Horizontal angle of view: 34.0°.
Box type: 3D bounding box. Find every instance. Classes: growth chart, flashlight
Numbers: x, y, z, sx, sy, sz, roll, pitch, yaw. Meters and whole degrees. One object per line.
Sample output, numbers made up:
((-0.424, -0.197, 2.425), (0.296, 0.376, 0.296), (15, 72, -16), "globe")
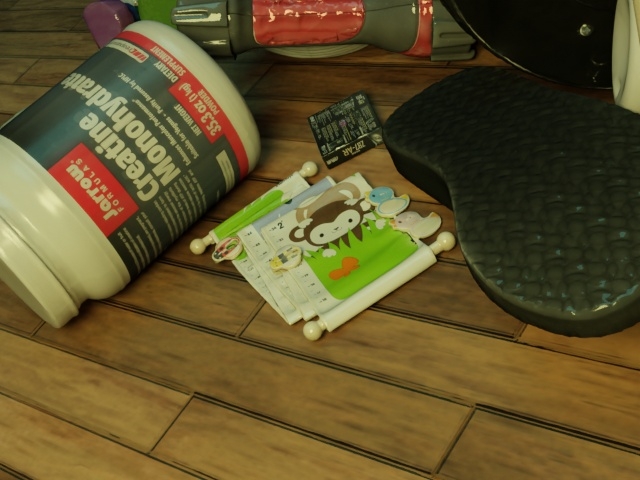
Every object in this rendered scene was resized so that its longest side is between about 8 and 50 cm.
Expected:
((0.000, 0.000, 0.944), (0.172, 0.021, 0.237), (-39, 38, -13), "growth chart")
((0.004, -0.228, 1.060), (0.304, 0.103, 0.103), (-2, 45, 1), "flashlight")

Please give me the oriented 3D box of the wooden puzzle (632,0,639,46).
((0.308, -0.068, 0.631), (0.221, 0.044, 0.238), (0, 67, -9), "wooden puzzle")

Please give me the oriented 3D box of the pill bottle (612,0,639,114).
((0.331, -0.144, 0.770), (0.215, 0.117, 0.117), (2, 43, 7), "pill bottle")

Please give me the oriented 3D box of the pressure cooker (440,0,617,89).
((0.243, -0.384, 0.929), (0.376, 0.369, 0.420), (-18, 38, 16), "pressure cooker")

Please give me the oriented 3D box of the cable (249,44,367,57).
((-0.008, -0.332, 1.170), (0.257, 0.089, 0.257), (7, 87, 12), "cable")

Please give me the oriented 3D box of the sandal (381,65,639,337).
((0.172, -0.034, 0.814), (0.168, 0.107, 0.445), (-30, 24, 3), "sandal")

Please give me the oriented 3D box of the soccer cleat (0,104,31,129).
((-0.338, -0.152, 1.322), (0.196, 0.068, 0.076), (-16, 35, 23), "soccer cleat")

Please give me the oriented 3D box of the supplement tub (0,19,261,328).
((-0.210, -0.066, 1.022), (0.272, 0.191, 0.191), (-44, 38, -18), "supplement tub")

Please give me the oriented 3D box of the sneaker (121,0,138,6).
((-0.260, -0.352, 1.511), (0.061, 0.053, 0.152), (-8, 41, 24), "sneaker")

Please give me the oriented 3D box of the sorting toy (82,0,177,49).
((-0.133, -0.316, 1.362), (0.366, 0.127, 0.126), (-5, 19, 30), "sorting toy")

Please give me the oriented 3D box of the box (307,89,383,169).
((0.026, -0.113, 1.059), (0.067, 0.018, 0.083), (-27, 36, 5), "box")
